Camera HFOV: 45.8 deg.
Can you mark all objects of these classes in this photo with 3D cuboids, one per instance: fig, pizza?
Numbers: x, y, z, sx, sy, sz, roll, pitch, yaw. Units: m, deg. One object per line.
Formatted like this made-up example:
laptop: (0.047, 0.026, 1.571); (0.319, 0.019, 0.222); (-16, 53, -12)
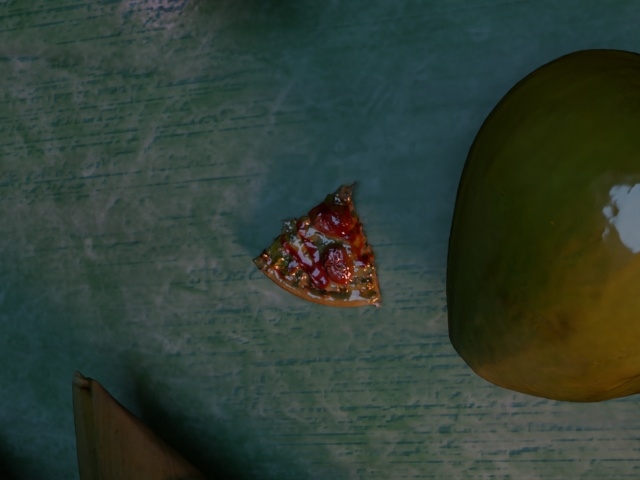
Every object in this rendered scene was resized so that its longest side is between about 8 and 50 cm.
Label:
fig: (0.182, 0.004, 0.470); (0.207, 0.207, 0.230); (11, 119, 11)
pizza: (-0.008, 0.013, 0.595); (0.099, 0.029, 0.100); (-12, 91, 14)

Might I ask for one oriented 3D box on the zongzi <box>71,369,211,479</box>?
zongzi: (-0.044, 0.230, 0.559); (0.273, 0.145, 0.300); (-9, 90, 10)
